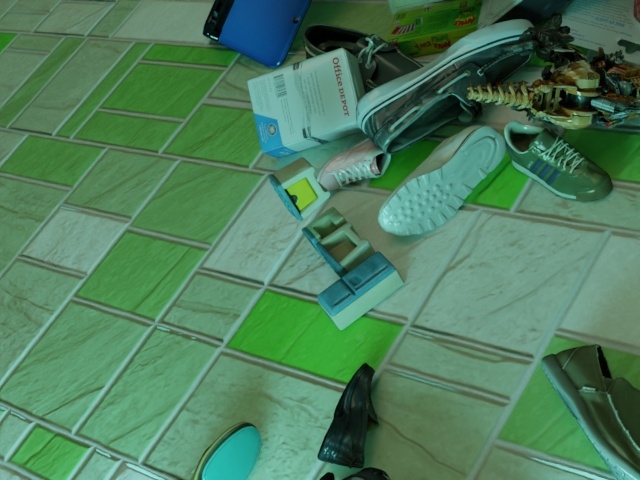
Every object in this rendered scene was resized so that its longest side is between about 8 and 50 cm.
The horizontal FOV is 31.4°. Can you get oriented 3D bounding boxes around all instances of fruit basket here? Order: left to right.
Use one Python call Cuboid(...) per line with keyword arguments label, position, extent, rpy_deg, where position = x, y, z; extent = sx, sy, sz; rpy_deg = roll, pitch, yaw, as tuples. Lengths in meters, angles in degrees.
Cuboid(label="fruit basket", position=(0.585, -0.409, 1.806), extent=(0.327, 0.165, 0.353), rpy_deg=(30, 82, 47))

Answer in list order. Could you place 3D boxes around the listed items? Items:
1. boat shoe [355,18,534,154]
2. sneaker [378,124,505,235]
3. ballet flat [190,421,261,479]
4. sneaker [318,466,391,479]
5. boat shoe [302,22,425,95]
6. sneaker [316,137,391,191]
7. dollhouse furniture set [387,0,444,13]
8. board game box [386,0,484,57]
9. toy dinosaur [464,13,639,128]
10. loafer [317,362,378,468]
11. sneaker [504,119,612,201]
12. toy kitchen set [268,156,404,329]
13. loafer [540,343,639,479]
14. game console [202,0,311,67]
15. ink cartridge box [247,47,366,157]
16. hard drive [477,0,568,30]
Cuboid(label="boat shoe", position=(0.226, -0.242, 1.889), extent=(0.335, 0.121, 0.119), rpy_deg=(-30, 62, 2))
Cuboid(label="sneaker", position=(0.182, -0.094, 1.787), extent=(0.235, 0.090, 0.095), rpy_deg=(-38, 23, -8))
Cuboid(label="ballet flat", position=(-0.163, 0.346, 1.559), extent=(0.073, 0.080, 0.232), rpy_deg=(-8, 42, 47))
Cuboid(label="sneaker", position=(0.087, 0.343, 1.379), extent=(0.276, 0.097, 0.135), rpy_deg=(1, 52, 35))
Cuboid(label="boat shoe", position=(0.078, -0.319, 2.054), extent=(0.116, 0.099, 0.319), rpy_deg=(-44, 42, -16))
Cuboid(label="sneaker", position=(0.059, -0.120, 1.902), extent=(0.134, 0.051, 0.070), rpy_deg=(-34, 34, -9))
Cuboid(label="dollhouse furniture set", position=(0.188, -0.529, 2.070), extent=(0.161, 0.212, 0.242), rpy_deg=(-12, 36, 8))
Cuboid(label="board game box", position=(0.218, -0.388, 2.077), extent=(0.181, 0.043, 0.092), rpy_deg=(-7, 46, 28))
Cuboid(label="toy dinosaur", position=(0.370, -0.232, 1.679), extent=(0.164, 0.322, 0.218), rpy_deg=(-64, 29, 15))
Cuboid(label="loafer", position=(0.050, 0.241, 1.551), extent=(0.061, 0.062, 0.170), rpy_deg=(24, 49, 2))
Cuboid(label="sneaker", position=(0.344, -0.124, 1.695), extent=(0.064, 0.086, 0.192), rpy_deg=(-44, 41, -13))
Cuboid(label="toy kitchen set", position=(0.000, 0.000, 1.729), extent=(0.122, 0.166, 0.207), rpy_deg=(-37, 40, -6))
Cuboid(label="loafer", position=(0.350, 0.204, 1.353), extent=(0.087, 0.094, 0.251), rpy_deg=(-34, 39, 5))
Cuboid(label="game console", position=(-0.109, -0.521, 2.341), extent=(0.293, 0.173, 0.250), rpy_deg=(-64, 10, 8))
Cuboid(label="ink cartridge box", position=(-0.018, -0.240, 2.005), extent=(0.191, 0.082, 0.139), rpy_deg=(-15, 79, 18))
Cuboid(label="hard drive", position=(0.408, -0.491, 1.927), extent=(0.339, 0.064, 0.236), rpy_deg=(-36, 28, 46))
